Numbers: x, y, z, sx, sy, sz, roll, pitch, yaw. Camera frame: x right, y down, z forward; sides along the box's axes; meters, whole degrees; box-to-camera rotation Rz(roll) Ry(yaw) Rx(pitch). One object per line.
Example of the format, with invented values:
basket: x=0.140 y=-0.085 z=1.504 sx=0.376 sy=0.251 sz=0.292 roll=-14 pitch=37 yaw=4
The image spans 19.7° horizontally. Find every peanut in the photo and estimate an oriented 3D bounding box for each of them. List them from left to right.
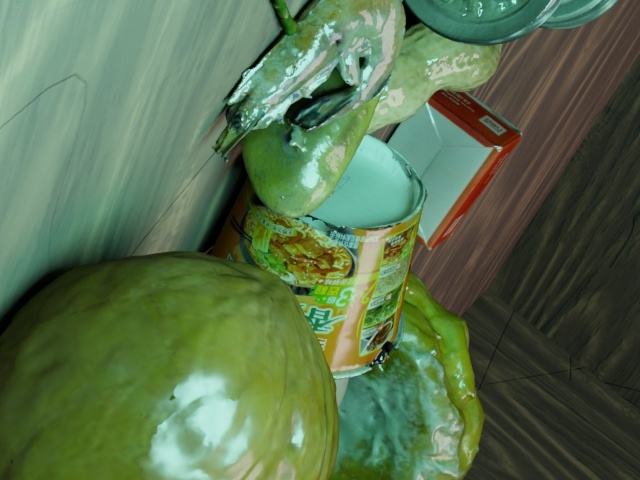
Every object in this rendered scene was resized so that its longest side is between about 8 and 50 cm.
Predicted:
peanut: x=0.094 y=-0.172 z=1.886 sx=0.228 sy=0.086 sz=0.104 roll=-25 pitch=150 yaw=-20

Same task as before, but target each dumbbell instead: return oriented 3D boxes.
dumbbell: x=0.196 y=-0.285 z=1.799 sx=0.179 sy=0.179 sz=0.406 roll=-55 pitch=169 yaw=20

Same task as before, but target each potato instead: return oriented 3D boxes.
potato: x=-0.004 y=-0.112 z=1.755 sx=0.188 sy=0.105 sz=0.085 roll=-53 pitch=172 yaw=-9

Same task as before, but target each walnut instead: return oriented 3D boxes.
walnut: x=-0.155 y=0.191 z=1.595 sx=0.398 sy=0.308 sz=0.354 roll=-53 pitch=167 yaw=6

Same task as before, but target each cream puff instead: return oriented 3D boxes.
cream puff: x=0.060 y=0.195 z=2.528 sx=0.378 sy=0.378 sz=0.275 roll=-56 pitch=169 yaw=25

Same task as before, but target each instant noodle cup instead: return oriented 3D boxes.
instant noodle cup: x=0.000 y=0.000 z=1.895 sx=0.230 sy=0.230 sz=0.182 roll=-39 pitch=154 yaw=-49

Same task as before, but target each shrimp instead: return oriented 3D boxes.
shrimp: x=-0.006 y=-0.144 z=1.681 sx=0.223 sy=0.047 sz=0.126 roll=-44 pitch=132 yaw=-6

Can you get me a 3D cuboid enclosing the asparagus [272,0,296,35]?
asparagus: x=-0.033 y=-0.202 z=1.557 sx=0.016 sy=0.016 sz=0.163 roll=-33 pitch=169 yaw=-3

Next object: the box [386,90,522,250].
box: x=0.154 y=-0.102 z=2.379 sx=0.182 sy=0.133 sz=0.099 roll=-58 pitch=169 yaw=26

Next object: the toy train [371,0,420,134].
toy train: x=0.080 y=-0.198 z=1.979 sx=0.047 sy=0.043 sz=0.207 roll=-45 pitch=168 yaw=-41

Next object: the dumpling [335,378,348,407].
dumpling: x=-0.063 y=0.146 z=2.292 sx=0.243 sy=0.175 sz=0.227 roll=-51 pitch=-151 yaw=16
